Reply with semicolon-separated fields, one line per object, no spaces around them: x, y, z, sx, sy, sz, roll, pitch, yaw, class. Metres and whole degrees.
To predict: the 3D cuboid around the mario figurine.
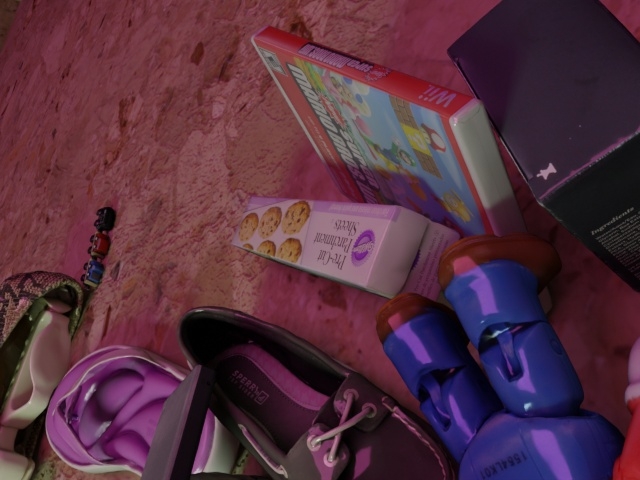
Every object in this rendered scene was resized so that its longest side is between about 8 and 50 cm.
0.150;0.161;0.355;0.170;0.198;0.320;-12;56;-9;mario figurine

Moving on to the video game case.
0.056;-0.066;0.524;0.025;0.204;0.285;-40;39;-8;video game case

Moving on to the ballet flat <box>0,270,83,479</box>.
-0.479;0.263;0.958;0.182;0.164;0.482;-8;59;34;ballet flat

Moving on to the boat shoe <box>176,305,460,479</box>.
-0.024;0.143;0.543;0.112;0.095;0.335;-47;37;-21;boat shoe

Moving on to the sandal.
-0.253;0.203;0.775;0.416;0.102;0.169;-8;63;43;sandal

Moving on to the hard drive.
-0.127;0.185;0.535;0.094;0.022;0.135;-48;24;43;hard drive

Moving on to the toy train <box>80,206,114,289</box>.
-0.379;0.011;1.087;0.036;0.027;0.158;-15;57;29;toy train

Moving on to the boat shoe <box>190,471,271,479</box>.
-0.081;0.347;0.465;0.136;0.156;0.367;-35;46;29;boat shoe

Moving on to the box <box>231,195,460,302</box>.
0.000;0.000;0.590;0.324;0.063;0.067;13;82;65;box

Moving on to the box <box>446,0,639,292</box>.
0.184;-0.072;0.420;0.093;0.158;0.156;-39;45;26;box
